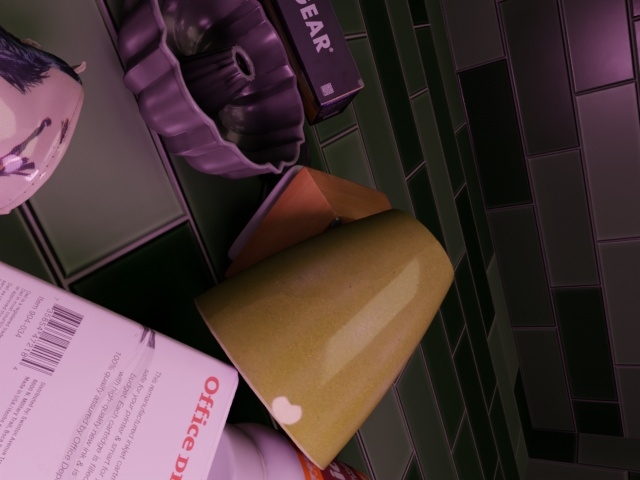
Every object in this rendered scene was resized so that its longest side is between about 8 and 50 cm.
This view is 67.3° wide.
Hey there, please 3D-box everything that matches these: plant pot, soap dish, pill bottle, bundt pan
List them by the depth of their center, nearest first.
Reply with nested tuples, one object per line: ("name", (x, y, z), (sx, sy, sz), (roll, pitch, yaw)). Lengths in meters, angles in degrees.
("plant pot", (0.030, 0.097, 0.661), (0.293, 0.274, 0.275), (-38, 122, -12))
("pill bottle", (-0.072, 0.388, 0.663), (0.392, 0.223, 0.224), (47, 47, -43))
("bundt pan", (-0.160, -0.240, 0.716), (0.331, 0.124, 0.331), (38, 44, -48))
("soap dish", (0.000, 0.000, 0.853), (0.118, 0.229, 0.290), (48, 21, 25))

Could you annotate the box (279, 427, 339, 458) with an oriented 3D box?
("box", (-0.015, 0.390, 0.931), (0.116, 0.029, 0.162), (-48, 125, -50))

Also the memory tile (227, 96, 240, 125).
("memory tile", (-0.126, -0.216, 0.896), (0.113, 0.012, 0.148), (46, 47, -44))

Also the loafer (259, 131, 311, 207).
("loafer", (-0.068, -0.121, 0.908), (0.078, 0.076, 0.224), (38, 56, -57))

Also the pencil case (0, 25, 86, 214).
("pencil case", (-0.388, -0.193, 0.348), (0.410, 0.159, 0.184), (42, 40, -46))

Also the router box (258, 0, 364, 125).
("router box", (-0.036, -0.374, 0.847), (0.243, 0.080, 0.309), (-137, -157, -83))

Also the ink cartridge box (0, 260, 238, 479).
("ink cartridge box", (-0.244, 0.171, 0.459), (0.272, 0.114, 0.199), (33, 54, -24))
